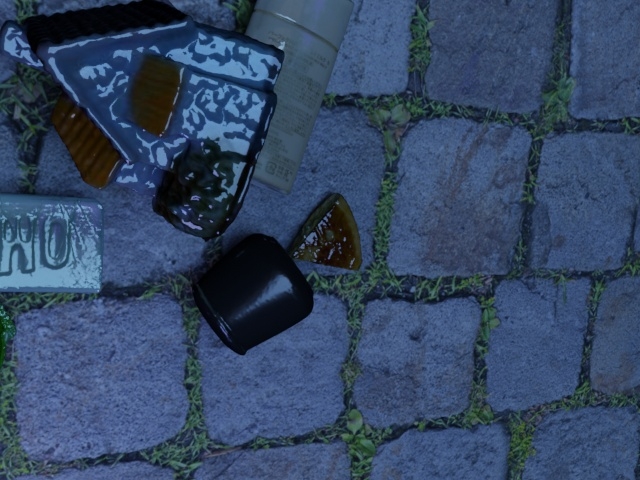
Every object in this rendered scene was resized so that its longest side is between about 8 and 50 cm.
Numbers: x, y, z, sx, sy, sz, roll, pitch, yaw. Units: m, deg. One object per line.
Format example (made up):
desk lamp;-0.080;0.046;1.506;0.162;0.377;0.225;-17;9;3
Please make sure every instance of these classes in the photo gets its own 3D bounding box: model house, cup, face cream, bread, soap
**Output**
model house;-0.277;-0.202;1.296;0.339;0.360;0.297;19;102;-25
cup;-0.108;0.106;1.590;0.177;0.169;0.223;-38;148;-9
face cream;-0.067;-0.263;1.524;0.174;0.081;0.348;20;86;-33
bread;0.015;-0.020;1.668;0.154;0.054;0.135;7;102;-34
soap;-0.458;0.003;1.391;0.262;0.094;0.150;3;83;-28

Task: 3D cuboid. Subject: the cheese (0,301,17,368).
cheese;-0.613;0.189;1.387;0.320;0.083;0.203;-31;115;-18

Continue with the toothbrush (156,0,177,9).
toothbrush;-0.169;-0.303;1.516;0.354;0.024;0.029;45;76;-29
